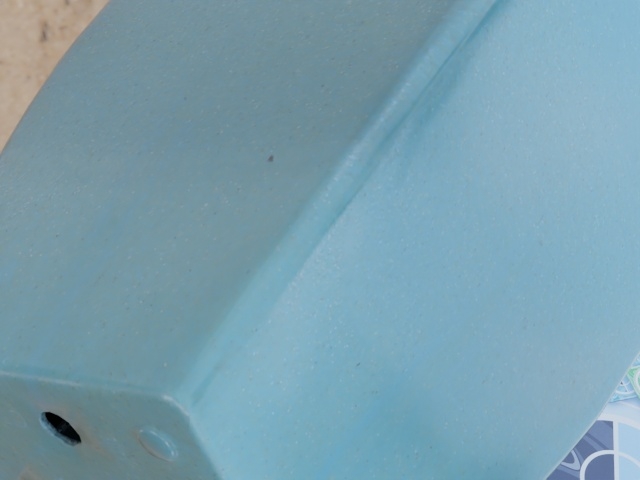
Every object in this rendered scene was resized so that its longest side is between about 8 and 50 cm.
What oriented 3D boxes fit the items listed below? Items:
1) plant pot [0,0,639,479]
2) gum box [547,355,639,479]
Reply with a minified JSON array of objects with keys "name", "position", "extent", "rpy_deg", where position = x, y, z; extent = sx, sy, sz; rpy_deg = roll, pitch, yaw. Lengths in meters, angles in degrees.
[{"name":"plant pot","position":[0.000,0.000,0.449],"extent":[0.234,0.165,0.165],"rpy_deg":[-52,131,-38]},{"name":"gum box","position":[0.177,0.141,0.728],"extent":[0.041,0.157,0.184],"rpy_deg":[105,-5,-50]}]
